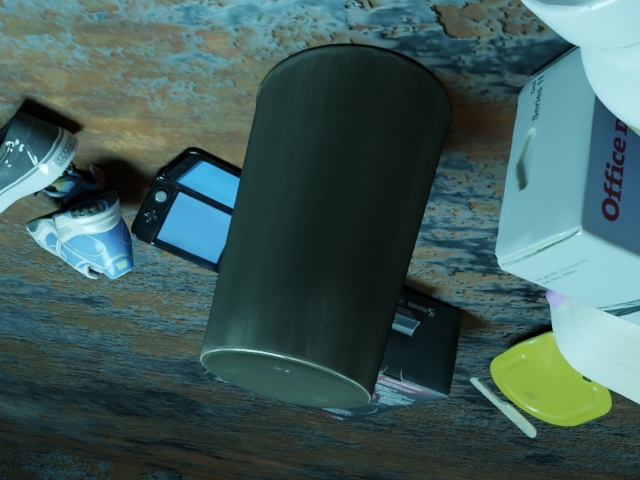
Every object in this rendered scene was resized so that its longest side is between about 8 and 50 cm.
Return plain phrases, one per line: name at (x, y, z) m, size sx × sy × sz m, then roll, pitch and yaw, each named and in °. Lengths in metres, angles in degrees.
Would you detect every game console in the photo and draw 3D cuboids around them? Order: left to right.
game console at (-0.107, -0.023, 0.927) m, size 0.122 × 0.107 × 0.071 m, roll 26°, pitch -177°, yaw -25°

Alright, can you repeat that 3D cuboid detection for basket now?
basket at (0.000, 0.000, 0.717) m, size 0.154 × 0.226 × 0.204 m, roll 19°, pitch 156°, yaw -11°

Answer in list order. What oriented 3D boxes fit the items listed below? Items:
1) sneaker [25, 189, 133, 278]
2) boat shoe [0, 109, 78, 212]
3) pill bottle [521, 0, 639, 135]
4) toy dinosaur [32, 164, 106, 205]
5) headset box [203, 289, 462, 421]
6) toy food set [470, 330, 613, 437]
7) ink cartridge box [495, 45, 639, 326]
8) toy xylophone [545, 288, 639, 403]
sneaker at (-0.252, 0.001, 0.991) m, size 0.211 × 0.080 × 0.081 m, roll 1°, pitch 115°, yaw 65°
boat shoe at (-0.329, -0.072, 0.930) m, size 0.076 × 0.080 × 0.229 m, roll 37°, pitch 147°, yaw -32°
pill bottle at (0.227, -0.097, 0.463) m, size 0.265 × 0.153 × 0.153 m, roll 29°, pitch 153°, yaw -29°
toy dinosaur at (-0.258, -0.065, 0.980) m, size 0.082 × 0.047 × 0.090 m, roll 3°, pitch -170°, yaw 2°
headset box at (0.015, 0.124, 1.139) m, size 0.218 × 0.110 × 0.293 m, roll 21°, pitch 156°, yaw -18°
toy food set at (0.279, 0.156, 1.137) m, size 0.128 × 0.071 × 0.218 m, roll 40°, pitch 153°, yaw 0°
ink cartridge box at (0.233, -0.023, 0.627) m, size 0.208 × 0.153 × 0.087 m, roll 21°, pitch 155°, yaw -18°
toy xylophone at (0.373, 0.093, 0.827) m, size 0.323 × 0.081 × 0.236 m, roll 32°, pitch 138°, yaw -9°
